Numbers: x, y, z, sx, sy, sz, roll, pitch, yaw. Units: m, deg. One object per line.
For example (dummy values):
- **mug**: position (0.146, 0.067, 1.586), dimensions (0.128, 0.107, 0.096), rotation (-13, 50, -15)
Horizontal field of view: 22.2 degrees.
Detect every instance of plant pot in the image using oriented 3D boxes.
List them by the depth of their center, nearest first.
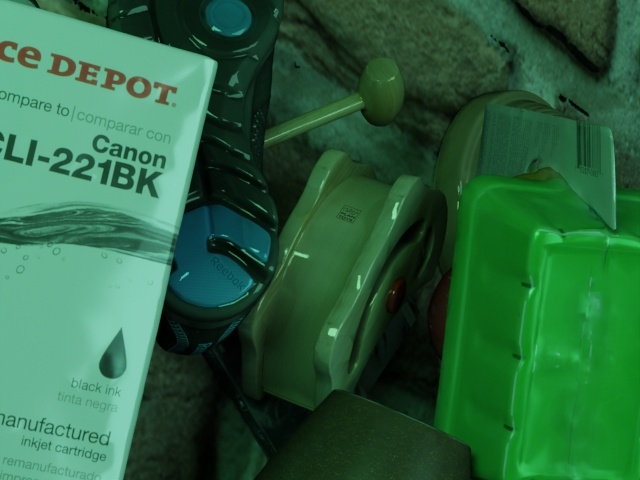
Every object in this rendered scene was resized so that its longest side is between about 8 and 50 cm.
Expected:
- **plant pot**: position (0.012, 0.230, 1.144), dimensions (0.215, 0.215, 0.230), rotation (31, 78, -46)
- **plant pot**: position (0.215, -0.027, 1.538), dimensions (0.237, 0.110, 0.237), rotation (1, 88, -51)

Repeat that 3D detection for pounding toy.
- **pounding toy**: position (0.000, 0.000, 1.272), dimensions (0.269, 0.155, 0.154), rotation (-63, 160, -20)

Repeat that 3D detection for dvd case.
- **dvd case**: position (-0.002, 0.071, 1.332), dimensions (0.221, 0.018, 0.164), rotation (-54, 128, -38)

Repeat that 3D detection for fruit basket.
- **fruit basket**: position (0.169, 0.061, 1.296), dimensions (0.353, 0.165, 0.327), rotation (-122, -142, -82)

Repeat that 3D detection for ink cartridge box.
- **ink cartridge box**: position (-0.190, 0.003, 0.930), dimensions (0.197, 0.114, 0.272), rotation (14, 84, -18)

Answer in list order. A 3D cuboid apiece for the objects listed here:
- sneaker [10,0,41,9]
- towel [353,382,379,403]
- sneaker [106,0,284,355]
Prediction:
- **sneaker**: position (-0.173, -0.040, 1.052), dimensions (0.100, 0.108, 0.271), rotation (-23, 105, -48)
- **towel**: position (0.085, 0.206, 1.336), dimensions (0.197, 0.029, 0.144), rotation (48, 12, -41)
- **sneaker**: position (-0.097, -0.083, 1.160), dimensions (0.125, 0.139, 0.340), rotation (6, 64, -10)
